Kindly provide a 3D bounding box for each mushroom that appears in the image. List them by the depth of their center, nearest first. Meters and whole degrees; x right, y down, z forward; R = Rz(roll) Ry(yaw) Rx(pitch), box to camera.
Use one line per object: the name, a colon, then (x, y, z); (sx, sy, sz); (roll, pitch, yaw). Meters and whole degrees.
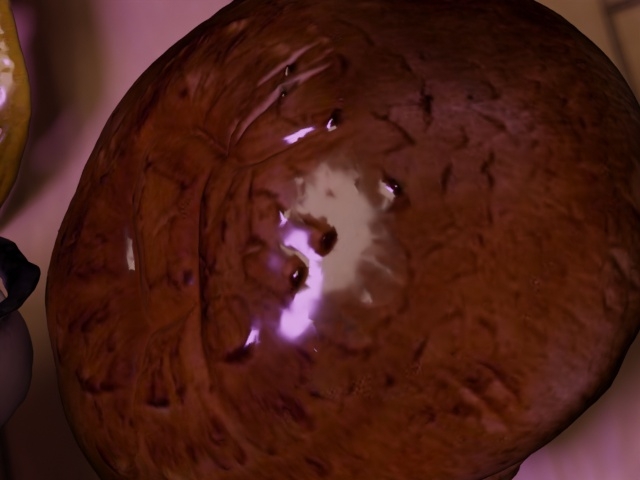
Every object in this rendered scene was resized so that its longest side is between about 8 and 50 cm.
mushroom: (-0.010, -0.001, 0.450); (0.231, 0.138, 0.194); (-31, 70, 33)

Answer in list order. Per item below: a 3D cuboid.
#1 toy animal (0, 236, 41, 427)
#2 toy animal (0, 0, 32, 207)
toy animal: (-0.209, 0.186, 0.450); (0.194, 0.258, 0.357); (33, 120, 38)
toy animal: (-0.139, -0.123, 0.556); (0.155, 0.095, 0.219); (-26, 110, 12)
